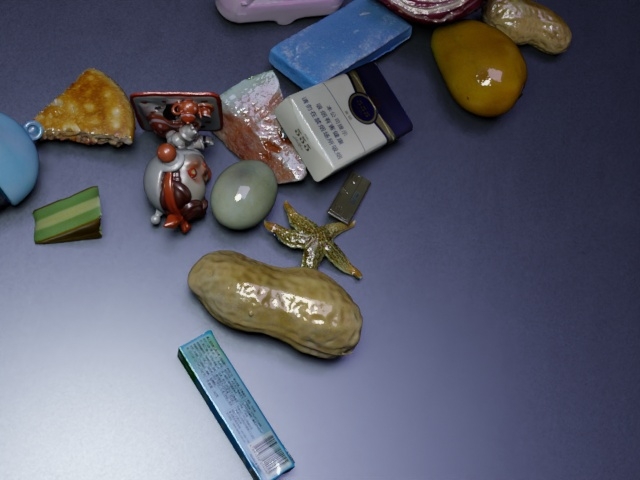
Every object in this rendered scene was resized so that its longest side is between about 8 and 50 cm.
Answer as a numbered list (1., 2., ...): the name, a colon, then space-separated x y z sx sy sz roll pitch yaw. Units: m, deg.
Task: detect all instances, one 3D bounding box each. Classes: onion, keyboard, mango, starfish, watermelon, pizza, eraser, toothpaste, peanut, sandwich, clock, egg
1. onion: 0.276 -0.544 1.675 0.146 0.314 0.280 70 23 -9
2. keyboard: 0.057 -0.084 1.509 0.049 0.015 0.129 32 50 -3
3. mango: 0.346 -0.380 1.667 0.175 0.139 0.254 -9 61 -17
4. starfish: 0.000 0.000 1.454 0.176 0.053 0.208 -35 83 -36
5. watermelon: -0.109 -0.203 1.506 0.154 0.094 0.241 -29 78 -18
6. pizza: -0.446 -0.230 1.437 0.193 0.053 0.201 -15 59 -15
7. eraser: 0.047 -0.419 1.642 0.144 0.042 0.312 41 58 18
8. toothpaste: -0.141 0.277 1.278 0.065 0.050 0.266 -29 75 -24
9. peanut: -0.077 0.104 1.333 0.313 0.149 0.149 15 62 -2
10. sandwich: -0.441 -0.045 1.342 0.116 0.074 0.074 -7 66 -17
11. clock: -0.111 -0.624 1.683 0.295 0.113 0.322 -11 67 -19
12. egg: -0.138 -0.086 1.416 0.114 0.114 0.152 34 50 3
13. peanut: 0.474 -0.494 1.782 0.226 0.095 0.108 19 77 -9

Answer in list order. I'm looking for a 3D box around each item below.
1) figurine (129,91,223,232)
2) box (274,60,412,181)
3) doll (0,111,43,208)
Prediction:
1. figurine: -0.255 -0.126 1.387 0.160 0.183 0.226 -1 77 -5
2. box: 0.051 -0.237 1.513 0.259 0.071 0.168 -33 91 -38
3. doll: -0.604 -0.109 1.298 0.314 0.141 0.177 -36 109 -15
